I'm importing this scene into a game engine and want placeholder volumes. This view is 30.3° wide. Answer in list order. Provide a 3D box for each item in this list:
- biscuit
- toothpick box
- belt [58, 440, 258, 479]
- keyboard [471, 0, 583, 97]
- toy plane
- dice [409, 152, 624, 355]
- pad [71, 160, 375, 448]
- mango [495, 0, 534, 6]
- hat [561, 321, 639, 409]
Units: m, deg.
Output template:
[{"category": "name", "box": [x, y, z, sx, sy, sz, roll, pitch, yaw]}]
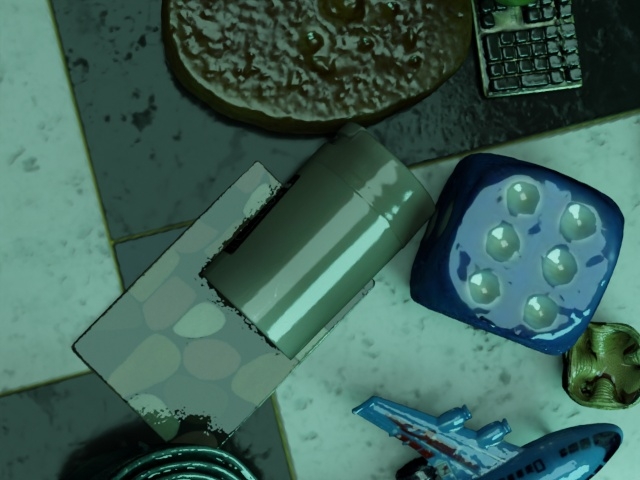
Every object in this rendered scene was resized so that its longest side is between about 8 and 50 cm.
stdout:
[{"category": "biscuit", "box": [-0.003, -0.222, 1.035, 0.272, 0.049, 0.258, -3, 87, -11]}, {"category": "toothpick box", "box": [0.000, 0.000, 0.998, 0.111, 0.111, 0.181, 44, 85, -5]}, {"category": "belt", "box": [-0.119, 0.291, 0.952, 0.206, 0.116, 0.268, -31, 101, -40]}, {"category": "keyboard", "box": [0.176, -0.291, 1.073, 0.106, 0.027, 0.317, -8, 89, -7]}, {"category": "toy plane", "box": [0.136, 0.226, 1.018, 0.271, 0.105, 0.254, -28, 93, -8]}, {"category": "dice", "box": [0.164, 0.010, 1.008, 0.146, 0.146, 0.143, 22, 89, -2]}, {"category": "pad", "box": [-0.082, 0.066, 1.043, 0.158, 0.003, 0.235, 45, 84, -4]}, {"category": "mango", "box": [0.144, -0.317, 0.986, 0.156, 0.114, 0.251, -15, 79, -47]}, {"category": "hat", "box": [0.258, 0.115, 1.060, 0.076, 0.059, 0.077, 1, 77, 26]}]
